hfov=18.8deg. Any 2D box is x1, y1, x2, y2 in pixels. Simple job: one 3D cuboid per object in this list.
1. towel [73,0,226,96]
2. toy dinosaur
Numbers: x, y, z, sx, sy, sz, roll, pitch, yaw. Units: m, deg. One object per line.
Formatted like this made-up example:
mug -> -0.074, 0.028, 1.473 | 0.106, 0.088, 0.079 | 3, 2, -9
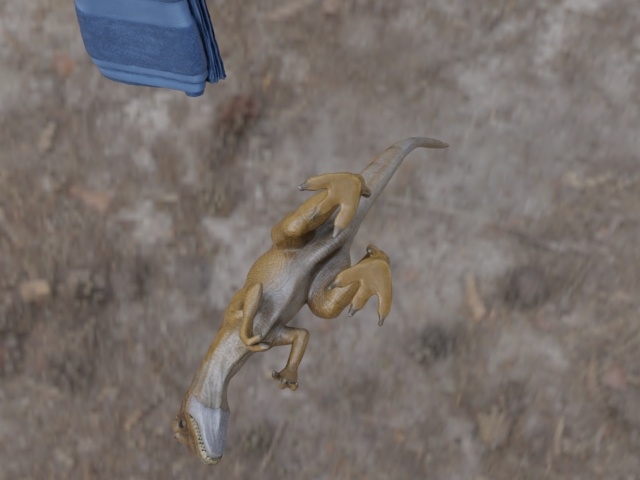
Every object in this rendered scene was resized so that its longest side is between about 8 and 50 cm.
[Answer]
towel -> -0.084, -0.117, 0.861 | 0.067, 0.119, 0.029 | 12, 53, 21
toy dinosaur -> 0.000, 0.000, 0.844 | 0.064, 0.112, 0.211 | 44, 68, -10
